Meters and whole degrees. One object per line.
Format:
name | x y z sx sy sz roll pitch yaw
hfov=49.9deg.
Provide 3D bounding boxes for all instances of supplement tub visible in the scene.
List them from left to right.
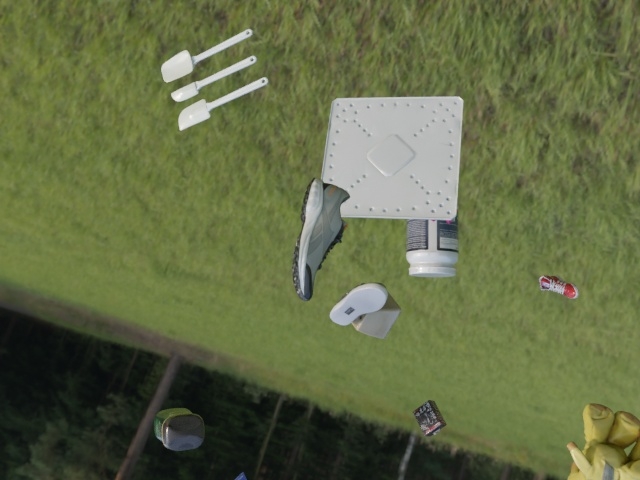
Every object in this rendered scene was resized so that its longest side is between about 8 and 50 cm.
supplement tub | 0.409 -0.008 2.514 0.191 0.272 0.191 2 172 0

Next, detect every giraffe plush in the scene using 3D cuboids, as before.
giraffe plush | 0.533 0.441 1.299 0.181 0.210 0.170 36 136 27

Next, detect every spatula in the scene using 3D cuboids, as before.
spatula | -0.239 -0.367 1.532 0.242 0.168 0.019 -21 168 21

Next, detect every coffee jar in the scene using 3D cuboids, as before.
coffee jar | -0.327 0.437 1.594 0.096 0.079 0.184 -2 172 -20

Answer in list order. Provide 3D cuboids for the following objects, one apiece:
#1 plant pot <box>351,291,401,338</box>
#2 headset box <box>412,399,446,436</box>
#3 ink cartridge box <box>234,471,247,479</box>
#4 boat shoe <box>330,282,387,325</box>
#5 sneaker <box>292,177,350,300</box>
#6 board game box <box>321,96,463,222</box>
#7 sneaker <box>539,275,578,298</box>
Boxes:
plant pot | 0.132 0.190 1.842 0.096 0.109 0.109 4 -145 -36
headset box | 0.295 0.481 1.845 0.032 0.062 0.083 21 -148 -46
ink cartridge box | -0.280 0.907 2.191 0.065 0.186 0.310 8 121 40
boat shoe | 0.103 0.146 1.738 0.080 0.076 0.228 34 143 -7
sneaker | 0.000 0.000 1.493 0.108 0.271 0.100 13 169 -6
board game box | 0.206 -0.236 1.986 0.390 0.389 0.050 2 158 14
sneaker | 0.649 0.127 1.886 0.067 0.042 0.118 3 -164 -19
